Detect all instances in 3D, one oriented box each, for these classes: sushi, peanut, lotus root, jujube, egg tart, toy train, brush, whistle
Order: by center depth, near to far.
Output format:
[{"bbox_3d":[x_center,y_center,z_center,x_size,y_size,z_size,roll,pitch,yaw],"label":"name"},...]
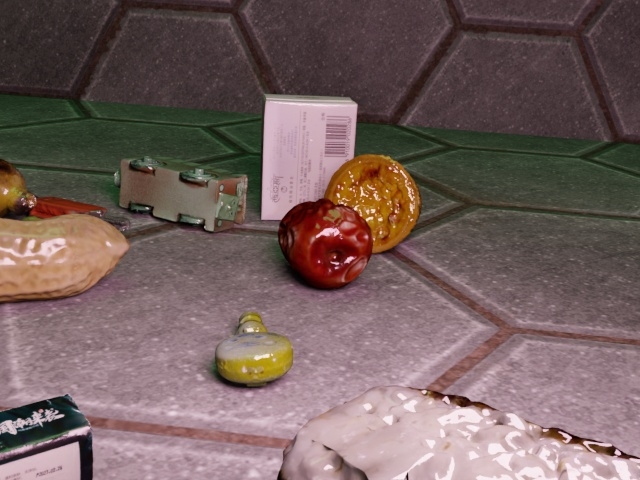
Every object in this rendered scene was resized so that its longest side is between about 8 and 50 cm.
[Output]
[{"bbox_3d":[0.108,0.248,0.577,0.234,0.207,0.349,-25,26,-35],"label":"sushi"},{"bbox_3d":[-0.094,0.149,1.086,0.104,0.057,0.198,-4,11,-7],"label":"whistle"},{"bbox_3d":[-0.465,0.026,1.247,0.325,0.140,0.153,-6,3,-33],"label":"peanut"},{"bbox_3d":[0.000,0.000,1.407,0.155,0.155,0.230,-3,13,-21],"label":"jujube"},{"bbox_3d":[-0.720,-0.113,1.614,0.314,0.141,0.169,9,23,13],"label":"lotus root"},{"bbox_3d":[0.118,-0.076,1.622,0.203,0.202,0.147,10,6,18],"label":"egg tart"},{"bbox_3d":[-0.516,-0.051,1.625,0.323,0.051,0.070,11,13,32],"label":"brush"},{"bbox_3d":[-0.308,-0.112,1.724,0.326,0.129,0.159,14,15,30],"label":"toy train"}]

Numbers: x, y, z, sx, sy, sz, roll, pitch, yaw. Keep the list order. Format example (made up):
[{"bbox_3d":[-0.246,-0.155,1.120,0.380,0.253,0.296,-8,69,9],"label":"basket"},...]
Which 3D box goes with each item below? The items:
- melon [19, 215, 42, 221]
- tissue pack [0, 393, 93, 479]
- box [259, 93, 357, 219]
[{"bbox_3d":[-0.490,0.011,1.414,0.210,0.064,0.118,15,16,24],"label":"melon"},{"bbox_3d":[-0.308,0.218,0.734,0.170,0.103,0.090,-10,29,-35],"label":"tissue pack"},{"bbox_3d":[-0.032,-0.186,1.765,0.203,0.274,0.116,0,20,-7],"label":"box"}]
